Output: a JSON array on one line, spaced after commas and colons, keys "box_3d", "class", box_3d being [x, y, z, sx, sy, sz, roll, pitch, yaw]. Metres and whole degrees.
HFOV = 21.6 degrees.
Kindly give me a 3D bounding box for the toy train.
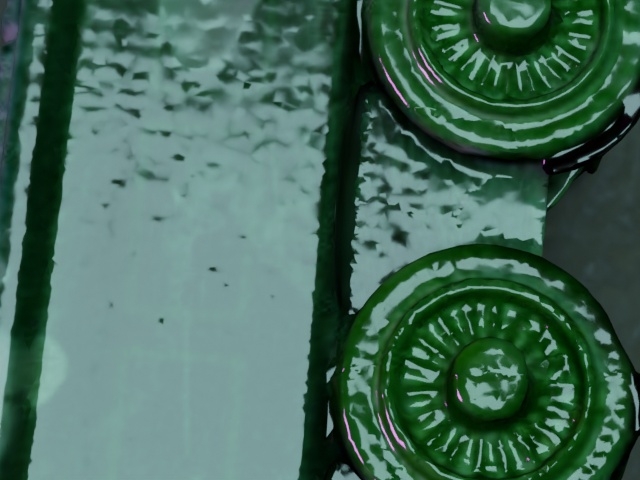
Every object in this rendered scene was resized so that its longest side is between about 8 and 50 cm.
[{"box_3d": [0.000, 0.000, 0.531, 0.201, 0.145, 0.266, 4, 78, 1], "class": "toy train"}]
